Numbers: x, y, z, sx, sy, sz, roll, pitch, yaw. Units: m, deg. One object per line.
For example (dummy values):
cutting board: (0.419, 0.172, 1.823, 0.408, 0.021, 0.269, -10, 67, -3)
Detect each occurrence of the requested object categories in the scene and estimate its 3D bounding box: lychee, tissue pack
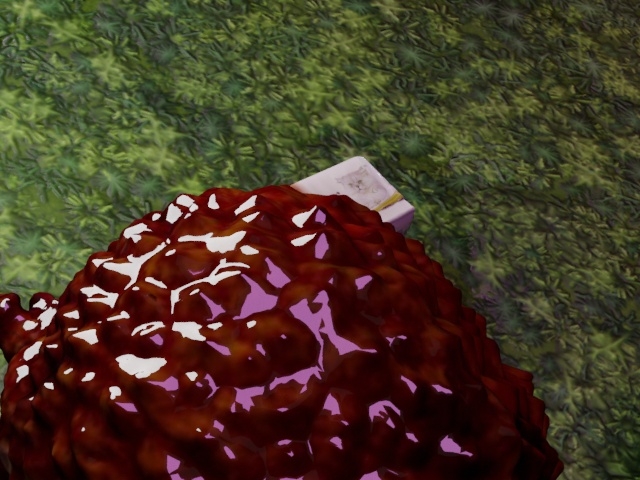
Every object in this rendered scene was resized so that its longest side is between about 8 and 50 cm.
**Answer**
lychee: (-0.058, 0.151, 1.372, 0.500, 0.425, 0.425, 26, 43, -2)
tissue pack: (-0.001, 0.000, 1.764, 0.148, 0.106, 0.099, -26, 61, -39)
